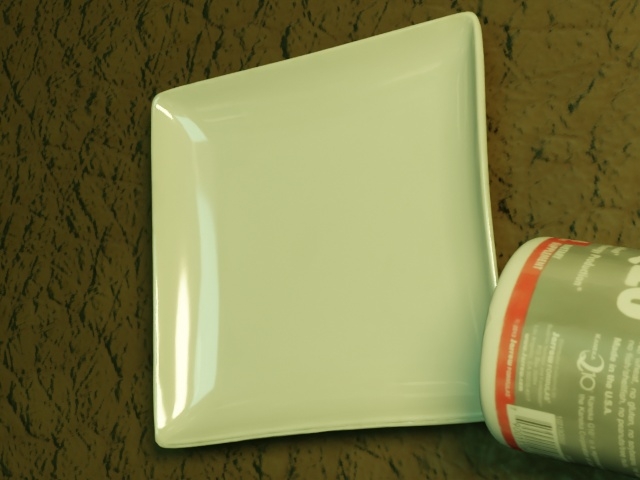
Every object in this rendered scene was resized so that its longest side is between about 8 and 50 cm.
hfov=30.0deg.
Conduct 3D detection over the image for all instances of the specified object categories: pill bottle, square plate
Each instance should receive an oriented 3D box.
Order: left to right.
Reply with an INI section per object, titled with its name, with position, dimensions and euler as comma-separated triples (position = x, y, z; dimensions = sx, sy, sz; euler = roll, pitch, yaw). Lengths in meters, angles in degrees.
[square plate]
position = 0.000, 0.000, 1.062
dimensions = 0.344, 0.049, 0.347
euler = -10, 74, 28
[pill bottle]
position = 0.268, 0.093, 0.823
dimensions = 0.283, 0.161, 0.161
euler = 9, 83, 30
